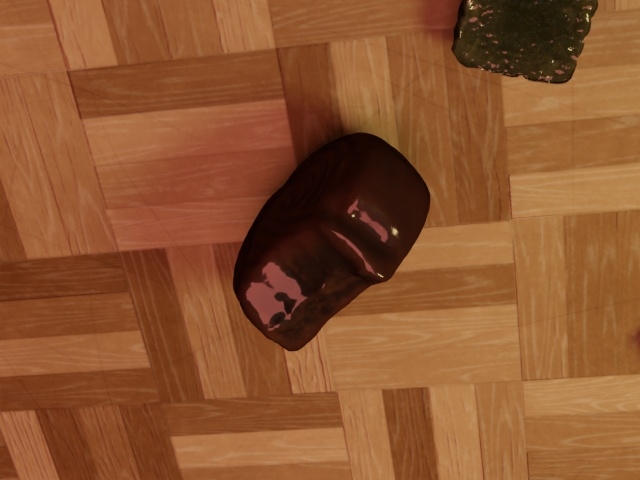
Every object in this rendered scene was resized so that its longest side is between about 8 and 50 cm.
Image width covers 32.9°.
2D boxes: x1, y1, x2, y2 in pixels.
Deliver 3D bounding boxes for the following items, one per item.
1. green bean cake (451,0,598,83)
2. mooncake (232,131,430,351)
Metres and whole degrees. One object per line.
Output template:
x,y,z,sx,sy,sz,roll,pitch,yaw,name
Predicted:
0.288,-0.325,1.528,0.183,0.094,0.185,10,122,-1,green bean cake
0.000,0.000,1.636,0.174,0.334,0.326,41,157,-16,mooncake
